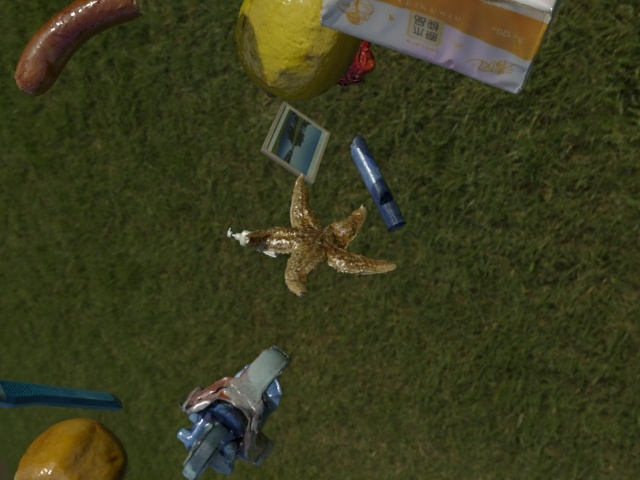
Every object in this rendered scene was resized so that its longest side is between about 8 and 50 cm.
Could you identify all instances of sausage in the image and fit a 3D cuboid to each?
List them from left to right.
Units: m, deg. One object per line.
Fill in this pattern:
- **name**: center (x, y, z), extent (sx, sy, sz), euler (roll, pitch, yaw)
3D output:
- **sausage**: center (-0.487, -0.406, 1.367), extent (0.302, 0.076, 0.103), euler (-36, 85, 5)

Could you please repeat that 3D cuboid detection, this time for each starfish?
- **starfish**: center (0.000, 0.000, 1.063), extent (0.235, 0.277, 0.062), euler (8, 127, -8)

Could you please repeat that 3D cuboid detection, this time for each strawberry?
- **strawberry**: center (0.049, -0.470, 1.714), extent (0.201, 0.187, 0.184), euler (45, 145, 24)

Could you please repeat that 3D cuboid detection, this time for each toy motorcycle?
- **toy motorcycle**: center (-0.135, 0.323, 1.280), extent (0.241, 0.319, 0.182), euler (-29, 87, 4)

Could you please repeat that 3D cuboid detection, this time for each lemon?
- **lemon**: center (-0.039, -0.420, 1.373), extent (0.260, 0.260, 0.284), euler (33, 141, 16)

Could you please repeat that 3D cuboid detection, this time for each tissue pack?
- **tissue pack**: center (0.138, -0.276, 0.709), extent (0.225, 0.185, 0.124), euler (23, 154, 13)

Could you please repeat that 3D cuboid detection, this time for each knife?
- **knife**: center (-0.378, 0.219, 0.961), extent (0.044, 0.296, 0.026), euler (40, 94, 31)

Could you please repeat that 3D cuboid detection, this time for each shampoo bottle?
- **shampoo bottle**: center (-0.170, 0.002, 1.752), extent (0.141, 0.034, 0.049), euler (15, 111, 13)

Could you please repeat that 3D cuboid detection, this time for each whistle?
- **whistle**: center (0.158, -0.167, 2.011), extent (0.062, 0.062, 0.304), euler (-45, 62, 47)

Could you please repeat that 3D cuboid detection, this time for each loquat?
- **loquat**: center (-0.460, 0.434, 1.278), extent (0.187, 0.234, 0.176), euler (31, 119, 0)

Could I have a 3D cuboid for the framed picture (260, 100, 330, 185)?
- **framed picture**: center (-0.042, -0.175, 1.232), extent (0.109, 0.149, 0.011), euler (32, 134, -16)
